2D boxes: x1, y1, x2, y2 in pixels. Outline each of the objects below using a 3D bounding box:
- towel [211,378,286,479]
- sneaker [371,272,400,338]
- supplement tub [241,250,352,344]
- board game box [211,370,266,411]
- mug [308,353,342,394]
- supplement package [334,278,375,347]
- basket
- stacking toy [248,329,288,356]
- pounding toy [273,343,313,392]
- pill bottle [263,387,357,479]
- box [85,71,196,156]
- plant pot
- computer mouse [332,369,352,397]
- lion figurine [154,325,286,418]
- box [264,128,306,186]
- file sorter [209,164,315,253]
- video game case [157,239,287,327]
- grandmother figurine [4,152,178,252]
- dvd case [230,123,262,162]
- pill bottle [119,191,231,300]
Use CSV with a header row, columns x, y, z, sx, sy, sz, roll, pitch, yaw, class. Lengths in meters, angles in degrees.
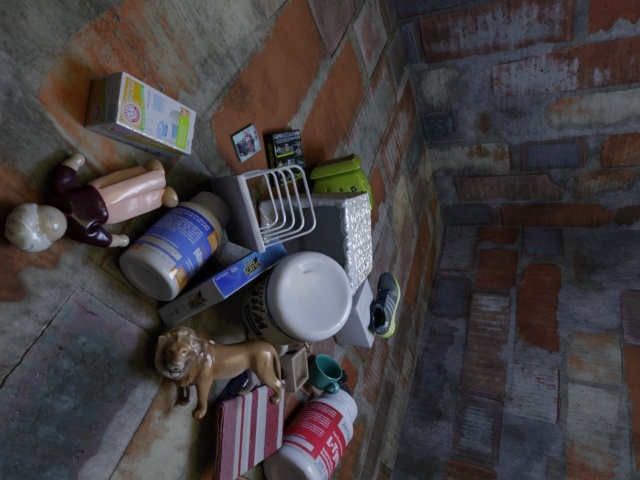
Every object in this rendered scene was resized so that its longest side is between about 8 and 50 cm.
x,y,z,sx,sy,sz,roll,pitch,yaw,class
-0.211,0.580,1.278,0.329,0.037,0.236,11,82,-62,towel
0.291,0.287,1.867,0.121,0.111,0.299,35,56,-55,sneaker
-0.083,0.176,1.167,0.236,0.325,0.235,8,71,-25,supplement tub
-0.237,0.521,1.323,0.194,0.060,0.193,-55,139,-45,board game box
0.009,0.560,1.693,0.097,0.130,0.157,-55,-171,21,mug
0.144,0.329,1.885,0.177,0.176,0.292,-62,143,-42,supplement package
0.000,0.000,1.442,0.266,0.329,0.330,-26,114,-61,basket
-0.122,0.253,1.459,0.330,0.141,0.141,-56,139,-53,stacking toy
-0.103,0.437,1.539,0.206,0.094,0.180,-17,102,-70,pounding toy
-0.016,0.759,1.569,0.408,0.229,0.228,-35,122,-56,pill bottle
-0.396,-0.272,0.921,0.203,0.103,0.114,18,76,-61,box
0.080,-0.219,1.639,0.227,0.229,0.206,-68,145,-69,plant pot
0.114,0.784,1.975,0.188,0.072,0.271,-38,125,-56,computer mouse
-0.251,0.333,1.114,0.393,0.142,0.239,2,98,-38,lion figurine
-0.123,-0.301,1.486,0.191,0.045,0.183,-36,126,-56,box
-0.161,-0.097,1.114,0.173,0.278,0.192,-20,105,-25,file sorter
-0.251,0.106,1.077,0.061,0.244,0.270,58,34,-3,video game case
-0.456,-0.076,0.831,0.207,0.104,0.342,60,35,-10,grandmother figurine
-0.235,-0.312,1.310,0.119,0.013,0.087,-52,136,-48,dvd case
-0.336,0.001,1.002,0.272,0.153,0.152,-58,140,-41,pill bottle
